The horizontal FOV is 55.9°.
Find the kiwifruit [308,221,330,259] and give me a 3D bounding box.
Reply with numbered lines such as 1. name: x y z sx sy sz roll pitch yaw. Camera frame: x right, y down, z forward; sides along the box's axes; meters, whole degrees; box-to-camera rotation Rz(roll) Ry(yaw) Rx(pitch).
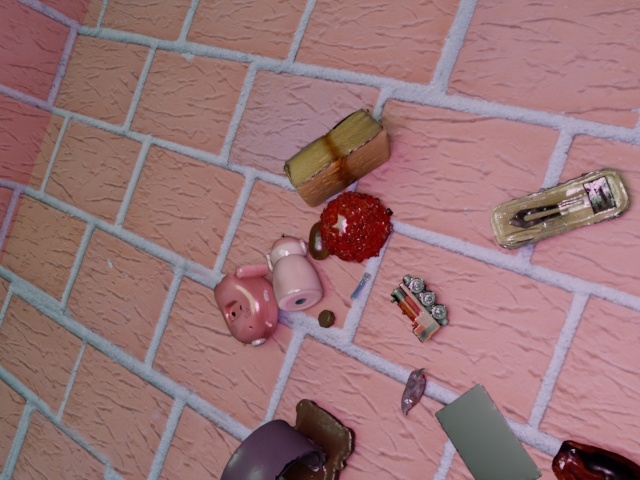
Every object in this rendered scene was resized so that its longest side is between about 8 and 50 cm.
1. kiwifruit: 0.000 0.000 1.890 0.075 0.075 0.124 2 77 32

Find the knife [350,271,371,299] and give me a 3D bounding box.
1. knife: 0.118 0.136 1.809 0.027 0.010 0.096 24 73 38

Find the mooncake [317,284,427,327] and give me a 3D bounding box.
1. mooncake: 0.141 0.192 1.776 0.347 0.057 0.150 -1 80 32

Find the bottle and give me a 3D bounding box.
1. bottle: -0.088 0.090 1.891 0.148 0.148 0.236 -31 58 23

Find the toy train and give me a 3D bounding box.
1. toy train: 0.268 0.182 1.658 0.118 0.074 0.176 -41 87 1

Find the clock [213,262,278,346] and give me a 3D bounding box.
1. clock: -0.238 0.221 1.921 0.227 0.142 0.241 -39 64 47

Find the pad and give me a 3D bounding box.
1. pad: 0.429 0.525 1.564 0.160 0.009 0.265 -40 64 19

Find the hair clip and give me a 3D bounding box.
1. hair clip: 0.597 -0.073 1.529 0.322 0.091 0.138 -18 72 17

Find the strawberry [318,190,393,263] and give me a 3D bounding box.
1. strawberry: 0.093 -0.037 1.757 0.234 0.178 0.233 1 94 14

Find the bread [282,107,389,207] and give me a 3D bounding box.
1. bread: 0.022 -0.271 1.784 0.346 0.405 0.242 -32 76 10

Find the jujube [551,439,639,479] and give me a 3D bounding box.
1. jujube: 0.632 0.548 1.350 0.236 0.168 0.168 34 99 38

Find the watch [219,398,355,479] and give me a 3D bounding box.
1. watch: -0.109 0.632 1.684 0.314 0.327 0.335 30 97 32

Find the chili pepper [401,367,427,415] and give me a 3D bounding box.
1. chili pepper: 0.258 0.414 1.670 0.050 0.041 0.153 37 118 51
